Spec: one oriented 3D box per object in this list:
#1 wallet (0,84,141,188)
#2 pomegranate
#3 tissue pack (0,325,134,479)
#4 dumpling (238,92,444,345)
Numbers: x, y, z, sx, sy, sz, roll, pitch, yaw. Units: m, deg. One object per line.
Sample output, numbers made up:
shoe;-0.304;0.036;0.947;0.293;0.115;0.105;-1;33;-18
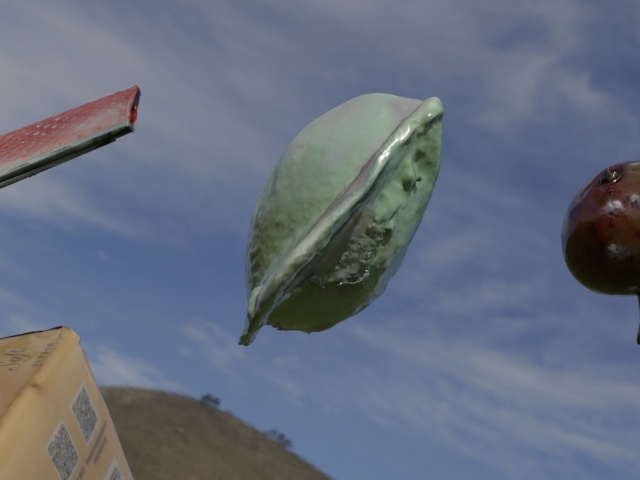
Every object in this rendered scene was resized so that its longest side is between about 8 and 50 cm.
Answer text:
wallet;-0.252;-0.082;0.906;0.196;0.103;0.020;-21;-59;6
pomegranate;0.271;0.009;0.891;0.129;0.129;0.159;12;-58;25
tissue pack;-0.265;0.226;0.658;0.238;0.305;0.238;2;-67;5
dumpling;0.010;0.001;0.664;0.105;0.149;0.216;21;-52;-21
